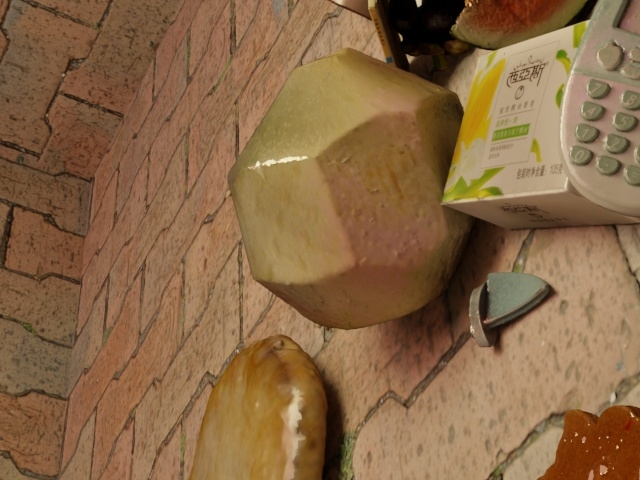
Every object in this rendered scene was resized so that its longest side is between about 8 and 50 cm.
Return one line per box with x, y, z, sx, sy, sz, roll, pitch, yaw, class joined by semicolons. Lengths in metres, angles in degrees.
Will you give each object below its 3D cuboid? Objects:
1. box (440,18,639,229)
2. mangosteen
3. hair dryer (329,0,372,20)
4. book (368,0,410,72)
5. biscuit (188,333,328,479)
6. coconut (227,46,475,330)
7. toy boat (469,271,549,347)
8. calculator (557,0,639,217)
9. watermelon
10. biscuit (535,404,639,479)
0.258;-0.120;1.252;0.260;0.111;0.194;-7;66;68;box
0.166;-0.318;1.635;0.137;0.137;0.151;-143;46;-68;mangosteen
0.133;-0.442;1.876;0.189;0.107;0.344;-64;31;12;hair dryer
0.102;-0.296;1.673;0.018;0.241;0.170;-13;45;11;book
-0.105;0.365;1.726;0.429;0.104;0.446;-35;44;59;biscuit
0.045;-0.075;1.470;0.352;0.352;0.352;-50;29;42;coconut
0.223;0.063;1.300;0.122;0.034;0.096;-36;40;43;toy boat
0.332;-0.163;1.069;0.184;0.042;0.295;25;90;28;calculator
0.259;-0.305;1.363;0.245;0.119;0.063;-45;25;-3;watermelon
0.268;0.227;1.027;0.280;0.043;0.183;-37;43;48;biscuit
